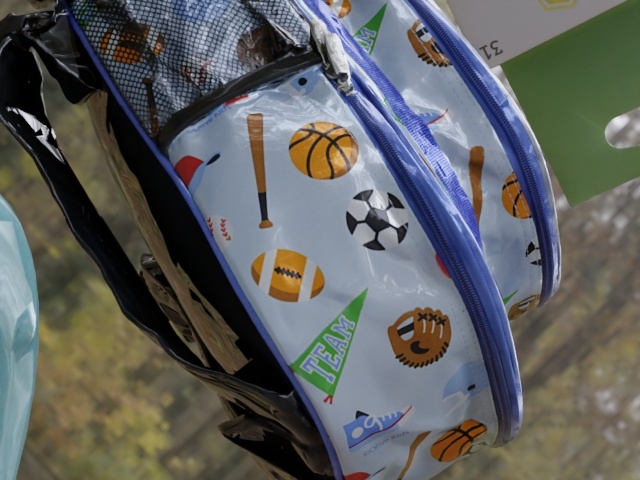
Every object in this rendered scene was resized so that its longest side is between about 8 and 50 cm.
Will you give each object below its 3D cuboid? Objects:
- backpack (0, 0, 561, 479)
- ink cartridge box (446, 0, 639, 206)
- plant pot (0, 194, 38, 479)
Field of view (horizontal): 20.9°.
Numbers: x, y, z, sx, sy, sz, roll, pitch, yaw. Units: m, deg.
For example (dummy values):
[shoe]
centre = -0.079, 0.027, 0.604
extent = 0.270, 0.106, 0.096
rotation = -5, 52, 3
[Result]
[backpack]
centre = 0.000, 0.000, 0.848
extent = 0.263, 0.213, 0.276
rotation = 64, 0, 34
[ink cartridge box]
centre = 0.187, -0.155, 1.184
extent = 0.235, 0.171, 0.056
rotation = 64, 22, -2
[plant pot]
centre = -0.221, 0.035, 0.440
extent = 0.255, 0.272, 0.272
rotation = 17, -16, 11
